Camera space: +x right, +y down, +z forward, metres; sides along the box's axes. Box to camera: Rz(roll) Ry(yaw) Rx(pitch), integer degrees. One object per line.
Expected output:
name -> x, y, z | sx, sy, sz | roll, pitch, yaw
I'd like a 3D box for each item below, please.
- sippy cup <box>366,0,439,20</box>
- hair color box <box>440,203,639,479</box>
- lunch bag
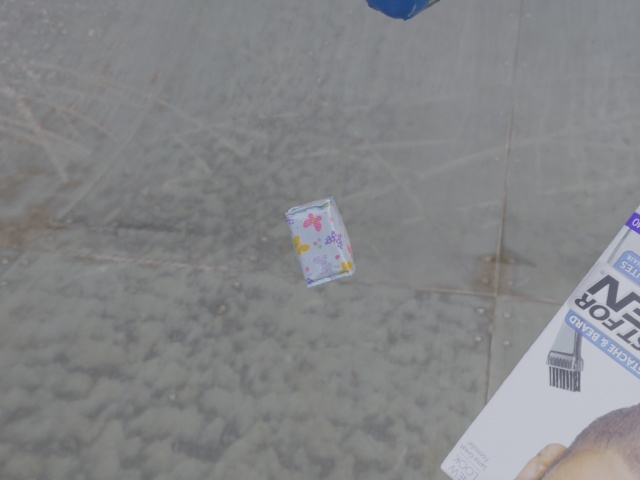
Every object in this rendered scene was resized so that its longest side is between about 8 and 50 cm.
sippy cup -> 0.161, -0.475, 1.182 | 0.224, 0.240, 0.305 | -44, 13, -16
hair color box -> 0.291, 0.144, 0.712 | 0.185, 0.339, 0.110 | 39, 18, 25
lunch bag -> 0.000, 0.000, 0.674 | 0.053, 0.071, 0.083 | -17, 6, 8
